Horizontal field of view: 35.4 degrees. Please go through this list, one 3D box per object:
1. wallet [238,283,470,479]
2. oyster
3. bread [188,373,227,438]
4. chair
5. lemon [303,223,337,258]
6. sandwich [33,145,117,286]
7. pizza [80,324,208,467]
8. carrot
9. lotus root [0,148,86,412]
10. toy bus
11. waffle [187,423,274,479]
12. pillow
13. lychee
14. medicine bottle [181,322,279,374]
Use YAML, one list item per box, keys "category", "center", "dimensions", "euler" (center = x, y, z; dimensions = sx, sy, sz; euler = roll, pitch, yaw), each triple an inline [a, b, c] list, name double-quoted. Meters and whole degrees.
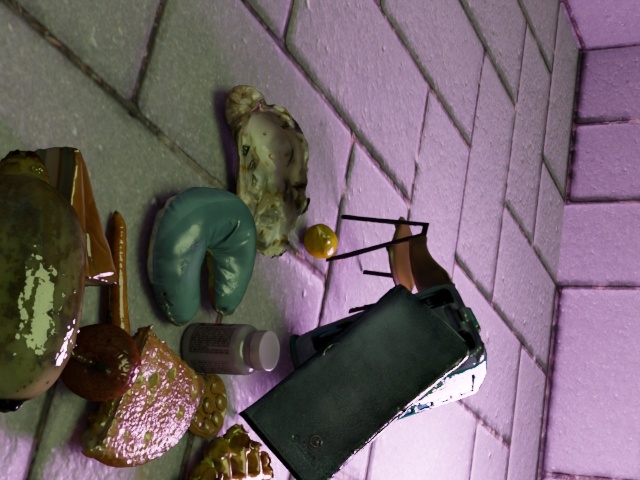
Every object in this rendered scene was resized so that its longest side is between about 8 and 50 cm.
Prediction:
- category: "wallet"
  center: [0.064, 0.244, 1.721]
  dimensions: [0.379, 0.191, 0.046]
  euler: [-38, 159, -17]
- category: "oyster"
  center: [-0.103, -0.116, 1.714]
  dimensions: [0.166, 0.094, 0.294]
  euler: [-6, 105, -44]
- category: "bread"
  center: [-0.182, 0.262, 1.595]
  dimensions: [0.110, 0.024, 0.110]
  euler: [8, 81, -63]
- category: "chair"
  center: [0.159, 0.048, 2.002]
  dimensions: [0.172, 0.247, 0.158]
  euler: [-70, 147, -47]
- category: "lemon"
  center: [0.000, 0.000, 1.908]
  dimensions: [0.092, 0.065, 0.065]
  euler: [65, 35, -54]
- category: "sandwich"
  center: [-0.317, -0.028, 1.293]
  dimensions: [0.113, 0.079, 0.163]
  euler: [24, 67, -62]
- category: "pizza"
  center: [-0.252, 0.216, 1.427]
  dimensions: [0.292, 0.058, 0.197]
  euler: [-29, 116, -61]
- category: "carrot"
  center: [-0.283, 0.051, 1.398]
  dimensions: [0.037, 0.037, 0.190]
  euler: [8, 80, -62]
- category: "lotus root"
  center: [-0.359, 0.040, 1.139]
  dimensions: [0.173, 0.173, 0.309]
  euler: [28, 63, -59]
- category: "toy bus"
  center: [0.131, 0.232, 1.868]
  dimensions: [0.199, 0.343, 0.183]
  euler: [76, -5, -51]
- category: "waffle"
  center: [-0.147, 0.469, 1.610]
  dimensions: [0.325, 0.068, 0.302]
  euler: [-65, 144, -47]
- category: "pillow"
  center: [-0.180, 0.023, 1.547]
  dimensions: [0.233, 0.086, 0.214]
  euler: [-13, 106, -60]
- category: "lychee"
  center: [-0.294, 0.157, 1.304]
  dimensions: [0.114, 0.101, 0.140]
  euler: [53, 22, 7]
- category: "medicine bottle"
  center: [-0.139, 0.168, 1.556]
  dimensions: [0.079, 0.140, 0.079]
  euler: [4, 86, -62]
